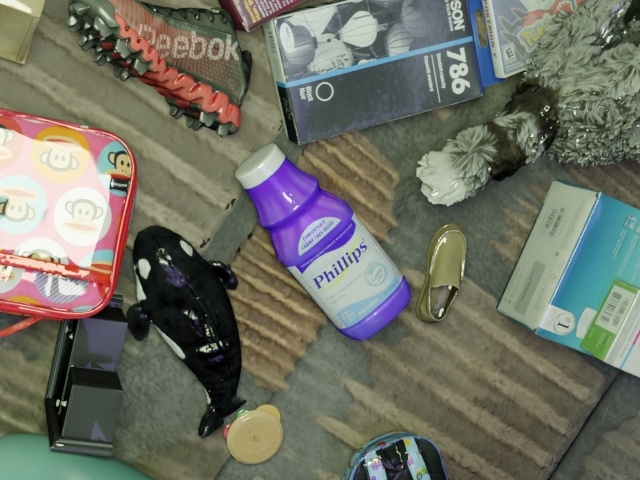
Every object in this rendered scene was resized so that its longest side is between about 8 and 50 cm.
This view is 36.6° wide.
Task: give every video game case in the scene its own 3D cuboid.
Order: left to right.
[{"bbox_3d":[0.304,-0.336,1.304,0.201,0.023,0.183,-23,112,-21],"label":"video game case"}]

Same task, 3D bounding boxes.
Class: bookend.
[{"bbox_3d":[-0.281,0.157,1.176,0.072,0.157,0.156,11,100,-21],"label":"bookend"}]

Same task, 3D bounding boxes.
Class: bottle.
[{"bbox_3d":[0.000,0.000,1.266,0.118,0.092,0.283,-40,112,-5],"label":"bottle"}]

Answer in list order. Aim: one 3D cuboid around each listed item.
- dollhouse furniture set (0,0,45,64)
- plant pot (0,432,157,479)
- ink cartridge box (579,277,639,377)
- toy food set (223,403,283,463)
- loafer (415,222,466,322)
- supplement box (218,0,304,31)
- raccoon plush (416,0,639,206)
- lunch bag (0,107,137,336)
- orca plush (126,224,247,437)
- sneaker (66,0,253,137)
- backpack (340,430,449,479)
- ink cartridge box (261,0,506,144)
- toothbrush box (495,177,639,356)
[{"bbox_3d":[-0.340,-0.344,1.073,0.212,0.161,0.242,17,75,-21],"label":"dollhouse furniture set"},{"bbox_3d":[-0.335,0.370,1.152,0.235,0.293,0.293,35,90,-7],"label":"plant pot"},{"bbox_3d":[0.475,0.143,1.340,0.209,0.062,0.109,24,95,-23],"label":"ink cartridge box"},{"bbox_3d":[-0.092,0.270,1.339,0.082,0.020,0.083,-12,107,-15],"label":"toy food set"},{"bbox_3d":[0.176,0.050,1.360,0.056,0.050,0.148,8,100,-20],"label":"loafer"},{"bbox_3d":[-0.042,-0.344,1.177,0.188,0.081,0.104,-31,111,-10],"label":"supplement box"},{"bbox_3d":[0.372,-0.139,1.317,0.446,0.216,0.299,-26,135,17],"label":"raccoon plush"},{"bbox_3d":[-0.368,-0.019,1.102,0.293,0.120,0.258,11,89,-13],"label":"lunch bag"},{"bbox_3d":[-0.164,0.124,1.236,0.151,0.102,0.287,-10,106,-16],"label":"orca plush"},{"bbox_3d":[-0.173,-0.232,1.121,0.276,0.097,0.135,33,80,-50],"label":"sneaker"},{"bbox_3d":[0.102,0.348,1.370,0.158,0.117,0.173,-22,109,-12],"label":"backpack"},{"bbox_3d":[0.100,-0.245,1.259,0.332,0.065,0.165,-18,107,-15],"label":"ink cartridge box"},{"bbox_3d":[0.441,0.066,1.410,0.295,0.126,0.216,20,96,-21],"label":"toothbrush box"}]
